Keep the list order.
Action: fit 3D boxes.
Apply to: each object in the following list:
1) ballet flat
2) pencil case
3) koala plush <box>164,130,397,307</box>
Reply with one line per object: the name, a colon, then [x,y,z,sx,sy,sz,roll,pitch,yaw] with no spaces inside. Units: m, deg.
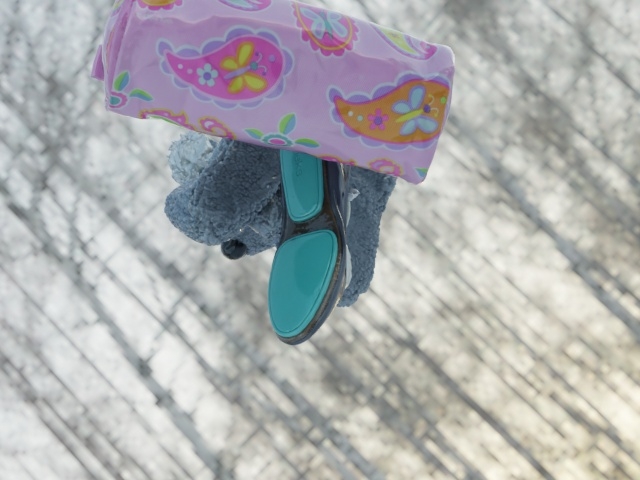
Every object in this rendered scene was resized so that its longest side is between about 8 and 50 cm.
ballet flat: [0.000,0.000,1.403,0.074,0.203,0.074,1,-28,1]
pencil case: [-0.037,-0.130,1.353,0.124,0.284,0.124,-168,90,-82]
koala plush: [-0.043,-0.052,1.602,0.203,0.196,0.221,-68,16,-14]
